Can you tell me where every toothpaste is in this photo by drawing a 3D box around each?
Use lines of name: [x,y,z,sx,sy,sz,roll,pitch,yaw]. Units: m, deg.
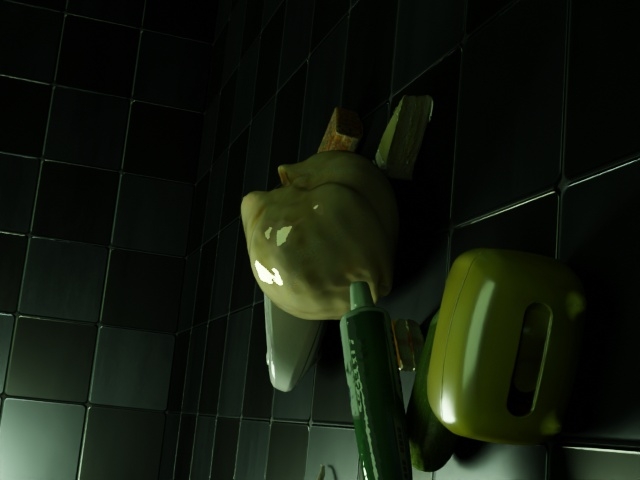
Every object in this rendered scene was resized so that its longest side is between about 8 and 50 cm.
toothpaste: [0.069,0.214,1.031,0.099,0.061,0.392,70,-170,-57]

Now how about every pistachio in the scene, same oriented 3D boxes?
pistachio: [0.000,0.000,1.325,0.238,0.229,0.321,50,161,5]

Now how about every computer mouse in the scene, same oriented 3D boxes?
computer mouse: [-0.037,0.098,1.571,0.184,0.121,0.297,170,95,-81]

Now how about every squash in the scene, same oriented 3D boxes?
squash: [0.140,0.150,1.042,0.069,0.069,0.239,-121,42,-65]

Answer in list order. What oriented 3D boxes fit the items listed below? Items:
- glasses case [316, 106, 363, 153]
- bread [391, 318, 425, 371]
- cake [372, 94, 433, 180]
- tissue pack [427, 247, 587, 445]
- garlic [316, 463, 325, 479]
glasses case: [0.014,-0.118,1.625,0.075,0.049,0.218,-90,18,-48]
bread: [0.105,0.131,1.209,0.109,0.043,0.062,-172,89,-75]
cake: [0.115,-0.150,1.309,0.065,0.052,0.121,-113,35,-65]
tissue pack: [0.172,0.098,0.868,0.127,0.123,0.178,-159,79,-77]
garlic: [-0.022,0.460,1.384,0.266,0.148,0.128,-116,2,-56]
